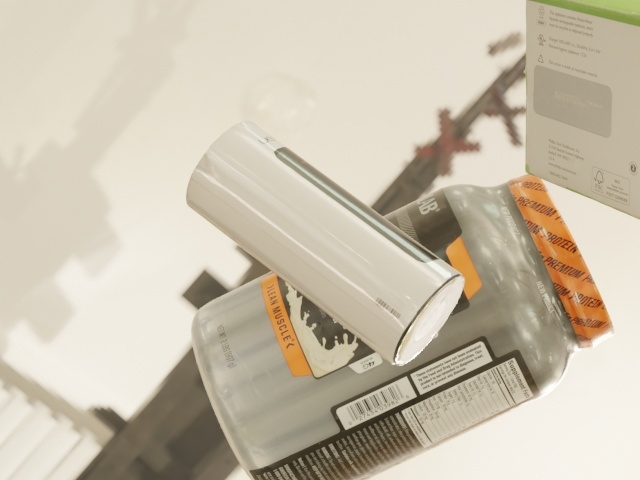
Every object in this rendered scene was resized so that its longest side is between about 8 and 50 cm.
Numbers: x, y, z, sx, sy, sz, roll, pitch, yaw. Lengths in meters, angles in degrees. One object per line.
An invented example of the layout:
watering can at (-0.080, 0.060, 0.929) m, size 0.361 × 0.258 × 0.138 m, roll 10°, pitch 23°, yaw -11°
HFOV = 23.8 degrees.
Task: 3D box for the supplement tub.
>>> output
supplement tub at (0.069, 0.078, 1.261) m, size 0.194 × 0.316 × 0.193 m, roll 63°, pitch 5°, yaw -9°

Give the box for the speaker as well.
speaker at (0.000, 0.000, 0.736) m, size 0.136 × 0.055 × 0.055 m, roll 37°, pitch 1°, yaw 19°

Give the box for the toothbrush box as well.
toothbrush box at (0.291, -0.094, 0.889) m, size 0.283 × 0.122 × 0.206 m, roll -11°, pitch 21°, yaw -25°
